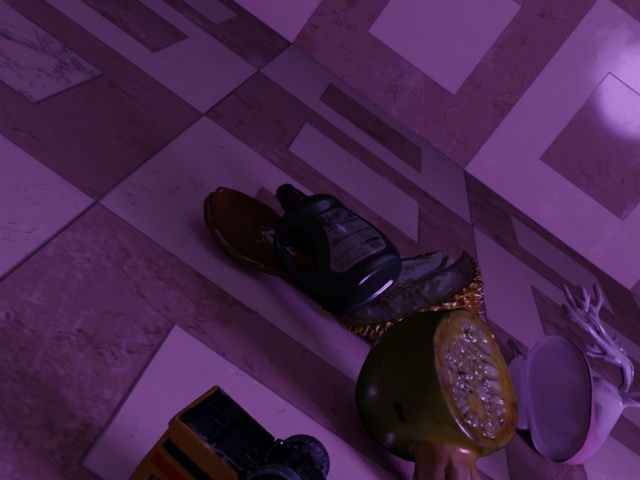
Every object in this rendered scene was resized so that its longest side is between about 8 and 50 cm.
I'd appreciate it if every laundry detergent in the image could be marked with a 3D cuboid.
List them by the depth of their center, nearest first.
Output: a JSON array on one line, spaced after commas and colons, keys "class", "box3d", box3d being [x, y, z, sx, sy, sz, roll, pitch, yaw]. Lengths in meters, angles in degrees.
[{"class": "laundry detergent", "box3d": [0.000, 0.000, 1.464, 0.222, 0.144, 0.078, 43, -26, 29]}]

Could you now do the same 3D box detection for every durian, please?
[{"class": "durian", "box3d": [0.122, 0.111, 1.516, 0.238, 0.137, 0.193, -7, 28, -1]}]

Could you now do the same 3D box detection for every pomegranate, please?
[{"class": "pomegranate", "box3d": [0.135, 0.209, 1.247, 0.190, 0.159, 0.240, -7, 73, -56]}]

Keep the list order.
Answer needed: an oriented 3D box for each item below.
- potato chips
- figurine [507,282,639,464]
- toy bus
[{"class": "potato chips", "box3d": [-0.092, 0.000, 1.500, 0.202, 0.049, 0.150, 24, 30, -43]}, {"class": "figurine", "box3d": [0.413, 0.214, 1.711, 0.316, 0.206, 0.284, 19, 34, -57]}, {"class": "toy bus", "box3d": [0.001, 0.265, 0.842, 0.335, 0.123, 0.121, 42, 11, 6]}]
